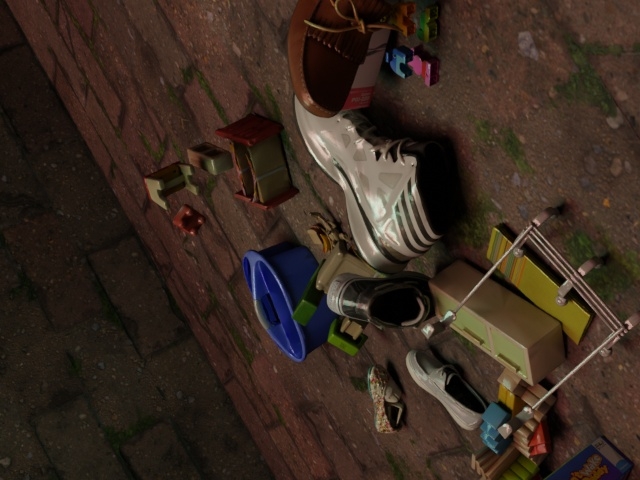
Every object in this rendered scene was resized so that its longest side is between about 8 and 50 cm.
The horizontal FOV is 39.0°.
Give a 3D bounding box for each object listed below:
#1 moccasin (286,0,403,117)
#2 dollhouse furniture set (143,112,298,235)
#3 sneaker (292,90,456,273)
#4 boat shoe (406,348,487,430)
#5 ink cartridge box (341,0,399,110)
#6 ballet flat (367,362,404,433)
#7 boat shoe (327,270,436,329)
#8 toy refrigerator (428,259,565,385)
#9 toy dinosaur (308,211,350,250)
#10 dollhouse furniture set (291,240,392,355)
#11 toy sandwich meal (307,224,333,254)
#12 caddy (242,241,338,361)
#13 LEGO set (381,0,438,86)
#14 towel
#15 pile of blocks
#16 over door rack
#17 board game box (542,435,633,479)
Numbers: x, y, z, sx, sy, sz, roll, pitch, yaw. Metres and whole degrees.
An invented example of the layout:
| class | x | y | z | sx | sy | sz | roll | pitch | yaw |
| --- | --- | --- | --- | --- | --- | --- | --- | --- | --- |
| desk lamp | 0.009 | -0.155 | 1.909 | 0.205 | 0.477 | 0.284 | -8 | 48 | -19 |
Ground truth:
| class | x | y | z | sx | sy | sz | roll | pitch | yaw |
| --- | --- | --- | --- | --- | --- | --- | --- | --- | --- |
| moccasin | 0.052 | -0.379 | 1.457 | 0.139 | 0.380 | 0.147 | 30 | 164 | -33 |
| dollhouse furniture set | -0.254 | -0.147 | 2.220 | 0.152 | 0.374 | 0.201 | 25 | 135 | 47 |
| sneaker | 0.127 | -0.182 | 1.743 | 0.257 | 0.169 | 0.447 | -36 | 75 | 47 |
| boat shoe | 0.284 | 0.314 | 1.995 | 0.227 | 0.079 | 0.081 | 46 | 143 | 22 |
| ink cartridge box | 0.040 | -0.372 | 1.662 | 0.158 | 0.092 | 0.218 | 43 | 133 | 37 |
| ballet flat | 0.175 | 0.407 | 2.320 | 0.077 | 0.091 | 0.241 | 10 | 135 | 23 |
| boat shoe | 0.156 | 0.132 | 1.783 | 0.119 | 0.335 | 0.121 | 25 | 105 | 40 |
| toy refrigerator | 0.323 | 0.150 | 1.690 | 0.269 | 0.094 | 0.102 | 36 | 152 | 46 |
| toy dinosaur | 0.042 | -0.003 | 2.189 | 0.183 | 0.053 | 0.092 | 57 | 177 | -18 |
| dollhouse furniture set | 0.088 | 0.106 | 2.144 | 0.197 | 0.151 | 0.301 | 31 | 136 | -1 |
| toy sandwich meal | 0.000 | 0.000 | 2.279 | 0.085 | 0.029 | 0.085 | 45 | 151 | 34 |
| caddy | -0.098 | 0.166 | 2.470 | 0.241 | 0.179 | 0.341 | 9 | 123 | 60 |
| LEGO set | 0.142 | -0.370 | 1.536 | 0.093 | 0.087 | 0.227 | 42 | 148 | 38 |
| towel | 0.385 | 0.075 | 1.599 | 0.237 | 0.021 | 0.102 | 47 | 158 | 28 |
| pile of blocks | 0.390 | 0.411 | 1.779 | 0.112 | 0.149 | 0.362 | 38 | 146 | 44 |
| over door rack | 0.356 | 0.133 | 1.508 | 0.239 | 0.108 | 0.324 | 52 | 122 | 21 |
| board game box | 0.445 | 0.545 | 1.705 | 0.078 | 0.233 | 0.347 | 45 | 150 | 34 |
